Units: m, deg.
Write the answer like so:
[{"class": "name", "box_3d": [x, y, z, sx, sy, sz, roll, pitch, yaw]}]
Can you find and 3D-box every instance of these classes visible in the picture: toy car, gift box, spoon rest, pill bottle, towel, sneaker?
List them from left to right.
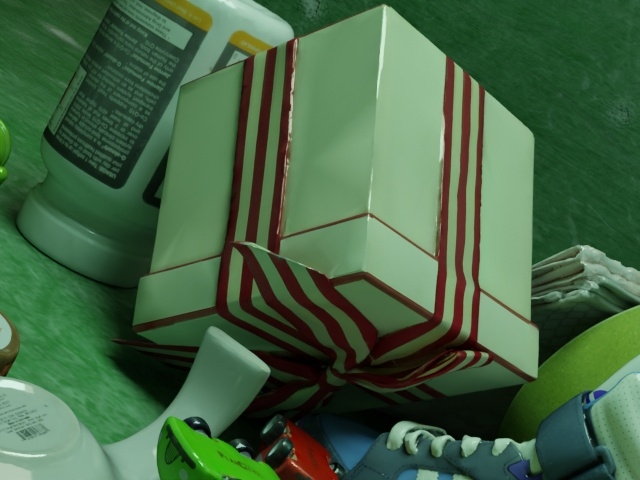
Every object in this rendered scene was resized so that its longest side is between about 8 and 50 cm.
[{"class": "spoon rest", "box_3d": [-0.139, 0.119, 0.711, 0.137, 0.084, 0.276, 34, 24, 26]}, {"class": "pill bottle", "box_3d": [-0.155, -0.108, 1.119, 0.162, 0.278, 0.162, 30, 11, -6]}, {"class": "toy car", "box_3d": [-0.024, 0.164, 0.713, 0.225, 0.053, 0.239, 38, 6, -45]}, {"class": "gift box", "box_3d": [0.000, 0.000, 0.962, 0.255, 0.258, 0.276, -19, -34, 41]}, {"class": "sneaker", "box_3d": [0.141, 0.149, 0.841, 0.323, 0.236, 0.130, 37, 12, 32]}, {"class": "towel", "box_3d": [0.225, 0.130, 1.139, 0.332, 0.317, 0.053, 24, 54, -33]}]

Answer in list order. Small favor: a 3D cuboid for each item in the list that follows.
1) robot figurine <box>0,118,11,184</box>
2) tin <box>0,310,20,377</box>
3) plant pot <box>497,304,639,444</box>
[{"class": "robot figurine", "box_3d": [-0.328, -0.089, 1.134, 0.101, 0.067, 0.115, 59, 12, 1]}, {"class": "tin", "box_3d": [-0.279, 0.036, 0.779, 0.190, 0.040, 0.106, 29, 15, -6]}, {"class": "plant pot", "box_3d": [0.313, 0.239, 0.948, 0.275, 0.275, 0.293, 24, 29, -32]}]
